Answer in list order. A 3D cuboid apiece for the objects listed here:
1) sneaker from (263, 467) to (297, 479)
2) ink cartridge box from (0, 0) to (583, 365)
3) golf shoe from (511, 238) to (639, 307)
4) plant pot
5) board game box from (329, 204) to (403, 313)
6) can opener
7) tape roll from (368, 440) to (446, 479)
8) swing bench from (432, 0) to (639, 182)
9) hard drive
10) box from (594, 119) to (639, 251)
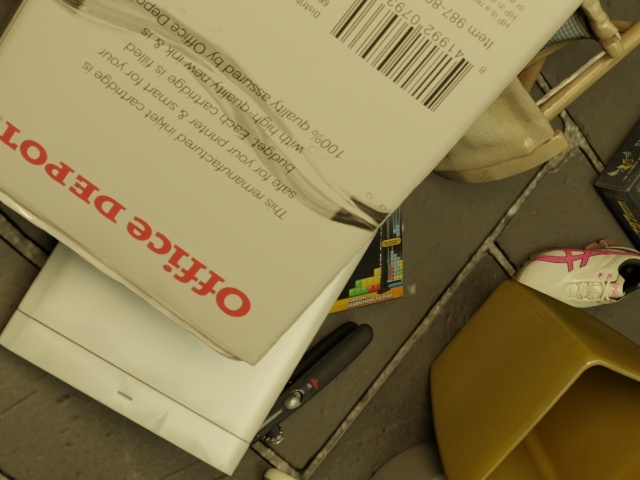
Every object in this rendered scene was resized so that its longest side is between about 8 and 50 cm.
[{"bbox_3d":[-0.031,0.305,1.148,0.084,0.058,0.152,-48,129,-23],"label":"sneaker"},{"bbox_3d":[-0.038,-0.148,0.799,0.285,0.166,0.395,37,117,-8],"label":"ink cartridge box"},{"bbox_3d":[0.300,0.042,1.274,0.186,0.086,0.067,-14,110,-27],"label":"golf shoe"},{"bbox_3d":[0.239,0.165,1.182,0.212,0.187,0.212,23,114,-34],"label":"plant pot"},{"bbox_3d":[0.000,0.000,1.094,0.170,0.048,0.141,-12,110,-30],"label":"board game box"},{"bbox_3d":[-0.020,0.138,1.110,0.186,0.059,0.073,-32,117,-21],"label":"can opener"},{"bbox_3d":[0.129,0.338,1.251,0.219,0.072,0.219,-9,108,-31],"label":"tape roll"},{"bbox_3d":[0.155,-0.220,1.065,0.254,0.165,0.253,-51,123,-11],"label":"swing bench"},{"bbox_3d":[-0.087,-0.005,0.987,0.233,0.047,0.353,32,84,-9],"label":"hard drive"},{"bbox_3d":[0.449,-0.093,1.348,0.232,0.059,0.183,-52,123,-11],"label":"box"}]
